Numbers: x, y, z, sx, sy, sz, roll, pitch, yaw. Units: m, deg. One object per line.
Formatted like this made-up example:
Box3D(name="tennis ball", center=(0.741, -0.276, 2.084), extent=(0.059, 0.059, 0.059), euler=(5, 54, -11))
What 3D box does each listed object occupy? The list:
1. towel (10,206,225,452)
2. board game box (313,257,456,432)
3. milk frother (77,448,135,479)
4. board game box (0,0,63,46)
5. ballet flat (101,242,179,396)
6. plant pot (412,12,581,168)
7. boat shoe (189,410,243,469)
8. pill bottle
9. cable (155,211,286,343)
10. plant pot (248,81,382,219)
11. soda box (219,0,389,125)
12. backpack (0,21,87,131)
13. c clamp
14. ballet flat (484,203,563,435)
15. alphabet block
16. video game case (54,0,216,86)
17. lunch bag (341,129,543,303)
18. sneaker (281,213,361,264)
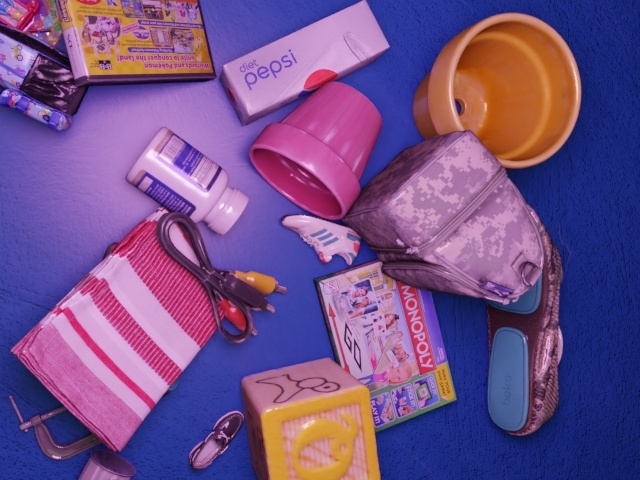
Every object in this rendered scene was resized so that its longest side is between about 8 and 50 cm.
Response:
Box3D(name="towel", center=(-0.287, 0.134, 1.033), extent=(0.329, 0.037, 0.237), euler=(-53, 125, -33))
Box3D(name="board game box", center=(0.128, 0.194, 1.253), extent=(0.213, 0.046, 0.317), euler=(-17, 99, -14))
Box3D(name="milk frother", center=(-0.354, 0.453, 1.112), extent=(0.135, 0.129, 0.143), euler=(-61, 150, -4))
Box3D(name="board game box", center=(-0.496, -0.374, 1.031), extent=(0.168, 0.033, 0.133), euler=(-11, 97, -16))
Box3D(name="ballet flat", center=(-0.330, 0.144, 1.087), extent=(0.096, 0.095, 0.280), euler=(-12, 102, 18))
Box3D(name="plant pot", center=(0.289, -0.252, 1.167), extent=(0.254, 0.239, 0.254), euler=(-1, 95, -16))
Box3D(name="boat shoe", center=(-0.187, 0.363, 1.174), extent=(0.125, 0.038, 0.046), euler=(-40, 104, -10))
Box3D(name="pill bottle", center=(-0.220, -0.094, 1.093), extent=(0.186, 0.112, 0.112), euler=(37, 83, -16))
Box3D(name="cable", center=(-0.185, 0.071, 1.109), extent=(0.287, 0.072, 0.139), euler=(39, 76, -28))
Box3D(name="plant pot", center=(0.007, -0.164, 1.117), extent=(0.201, 0.201, 0.180), euler=(40, 74, -15))
Box3D(name="soda box", center=(-0.029, -0.312, 1.140), extent=(0.286, 0.091, 0.098), euler=(-28, 94, -13))
Box3D(name="backpack", center=(-0.447, -0.255, 0.987), extent=(0.173, 0.158, 0.117), euler=(25, 94, -22))
Box3D(name="c clamp", center=(-0.429, 0.303, 1.106), extent=(0.160, 0.022, 0.137), euler=(-17, 99, -14))
Box3D(name="ballet flat", center=(0.416, 0.146, 1.297), extent=(0.182, 0.164, 0.483), euler=(-13, 104, -37))
Box3D(name="alphabet block", center=(-0.023, 0.336, 1.138), extent=(0.192, 0.197, 0.193), euler=(-11, 97, -15))
Box3D(name="video game case", center=(-0.290, -0.371, 1.009), extent=(0.275, 0.035, 0.248), euler=(-23, 103, -54))
Box3D(name="lunch bag", center=(0.206, -0.019, 1.083), extent=(0.212, 0.305, 0.256), euler=(-45, 99, -12))
Box3D(name="sneaker", center=(0.000, 0.000, 1.194), extent=(0.161, 0.057, 0.075), euler=(15, 86, -19))
